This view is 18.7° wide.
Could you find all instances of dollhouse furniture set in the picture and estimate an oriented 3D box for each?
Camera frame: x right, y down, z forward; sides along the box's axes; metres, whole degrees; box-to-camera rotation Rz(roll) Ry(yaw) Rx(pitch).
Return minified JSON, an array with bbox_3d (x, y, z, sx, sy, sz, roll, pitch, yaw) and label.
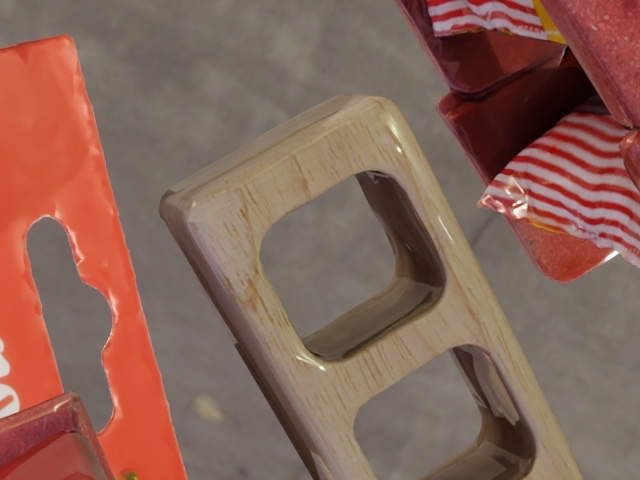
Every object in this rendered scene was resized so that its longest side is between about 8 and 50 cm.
[{"bbox_3d":[0.000,0.000,0.564,0.152,0.374,0.201,61,172,-11],"label":"dollhouse furniture set"}]

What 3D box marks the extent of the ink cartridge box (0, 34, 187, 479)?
[{"bbox_3d":[-0.216,0.078,0.904,0.091,0.385,0.308,-8,98,51],"label":"ink cartridge box"}]
